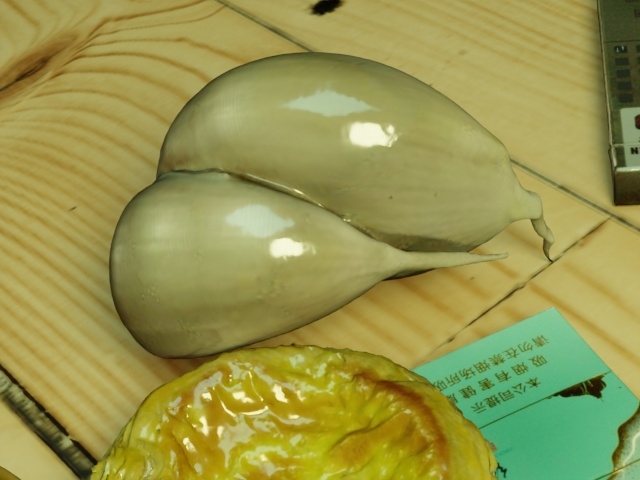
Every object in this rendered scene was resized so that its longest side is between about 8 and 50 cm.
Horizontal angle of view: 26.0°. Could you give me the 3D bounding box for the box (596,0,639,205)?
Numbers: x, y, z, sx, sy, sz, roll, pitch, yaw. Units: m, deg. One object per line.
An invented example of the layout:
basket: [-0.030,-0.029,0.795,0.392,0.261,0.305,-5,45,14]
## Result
box: [0.354,-0.154,1.289,0.180,0.047,0.325,-3,42,10]

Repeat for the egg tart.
egg tart: [-0.022,0.193,0.924,0.295,0.116,0.295,-7,38,6]

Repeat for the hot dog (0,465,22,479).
hot dog: [-0.249,0.207,1.006,0.140,0.060,0.090,6,47,28]

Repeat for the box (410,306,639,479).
box: [0.159,0.154,0.982,0.162,0.041,0.229,-22,42,-12]

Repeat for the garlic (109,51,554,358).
garlic: [0.000,0.000,1.057,0.340,0.246,0.231,3,51,13]
